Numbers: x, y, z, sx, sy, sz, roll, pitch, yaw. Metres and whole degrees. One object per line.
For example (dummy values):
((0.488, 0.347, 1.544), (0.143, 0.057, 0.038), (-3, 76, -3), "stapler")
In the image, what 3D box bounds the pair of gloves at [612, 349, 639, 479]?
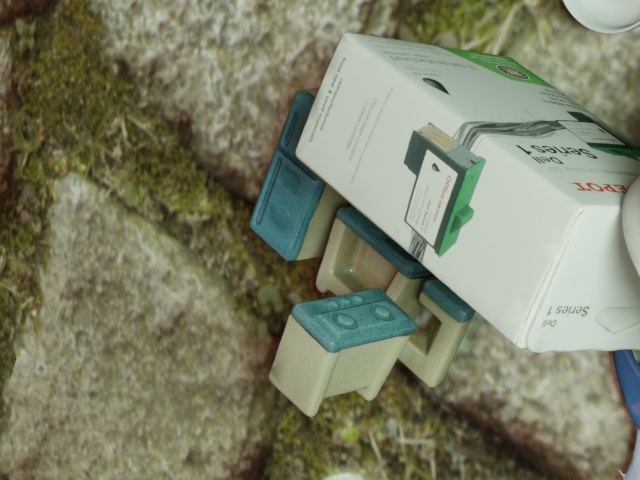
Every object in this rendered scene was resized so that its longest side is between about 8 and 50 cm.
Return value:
((0.253, 0.101, 0.918), (0.198, 0.023, 0.159), (20, 108, 41), "pair of gloves")

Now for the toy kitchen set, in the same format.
((0.000, 0.000, 1.053), (0.207, 0.166, 0.122), (41, 123, 33), "toy kitchen set")

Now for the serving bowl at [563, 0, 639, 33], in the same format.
((0.185, -0.168, 0.941), (0.083, 0.027, 0.083), (7, 100, 45), "serving bowl")

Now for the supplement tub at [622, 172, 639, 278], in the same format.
((0.292, -0.058, 0.732), (0.191, 0.191, 0.272), (57, 131, 23), "supplement tub")

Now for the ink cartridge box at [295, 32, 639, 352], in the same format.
((0.117, -0.031, 0.919), (0.219, 0.160, 0.092), (41, 118, 40), "ink cartridge box")
